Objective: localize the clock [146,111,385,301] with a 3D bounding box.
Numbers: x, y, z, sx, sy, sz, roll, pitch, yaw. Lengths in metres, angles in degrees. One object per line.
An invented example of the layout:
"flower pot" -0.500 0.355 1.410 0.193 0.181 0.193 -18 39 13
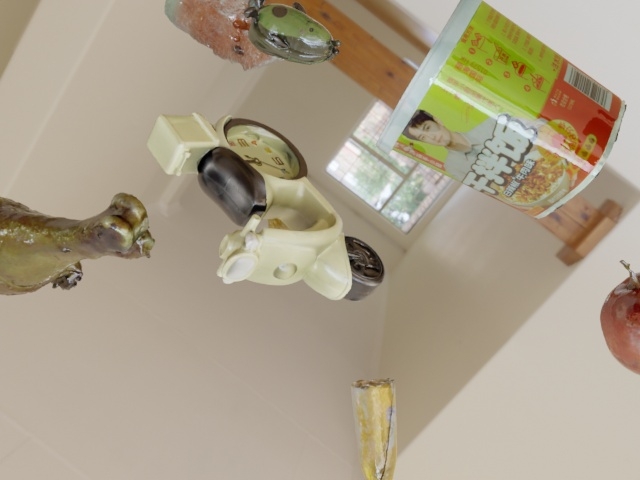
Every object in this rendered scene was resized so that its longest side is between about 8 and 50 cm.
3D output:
"clock" -0.084 -0.048 0.837 0.276 0.120 0.379 -10 -127 -47

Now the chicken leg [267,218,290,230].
"chicken leg" -0.002 0.001 1.051 0.251 0.107 0.087 33 -160 17

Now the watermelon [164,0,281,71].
"watermelon" -0.148 -0.377 0.909 0.241 0.154 0.094 47 166 9

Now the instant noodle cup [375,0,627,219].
"instant noodle cup" 0.294 -0.206 0.882 0.308 0.294 0.294 31 -165 1

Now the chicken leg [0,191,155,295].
"chicken leg" -0.398 0.014 0.762 0.361 0.140 0.211 7 156 11

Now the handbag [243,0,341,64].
"handbag" -0.028 -0.234 0.607 0.111 0.047 0.072 25 -122 2

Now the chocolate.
"chocolate" 0.100 0.357 0.939 0.085 0.086 0.219 8 -104 -61

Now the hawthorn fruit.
"hawthorn fruit" 0.716 0.153 1.154 0.271 0.242 0.242 50 -165 -2
